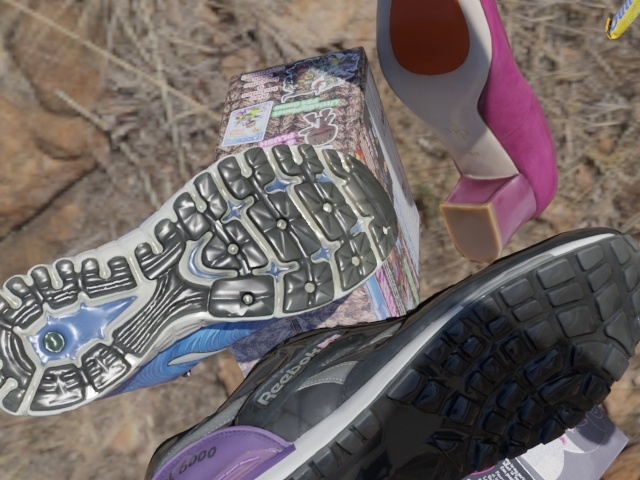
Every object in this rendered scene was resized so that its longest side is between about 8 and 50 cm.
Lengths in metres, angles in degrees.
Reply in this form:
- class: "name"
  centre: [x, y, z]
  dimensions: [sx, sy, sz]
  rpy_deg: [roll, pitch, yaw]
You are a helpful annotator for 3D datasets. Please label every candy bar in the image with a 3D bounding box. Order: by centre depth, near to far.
- class: "candy bar"
  centre: [0.381, -0.296, 1.507]
  dimensions: [0.018, 0.040, 0.161]
  rpy_deg: [26, 131, -12]

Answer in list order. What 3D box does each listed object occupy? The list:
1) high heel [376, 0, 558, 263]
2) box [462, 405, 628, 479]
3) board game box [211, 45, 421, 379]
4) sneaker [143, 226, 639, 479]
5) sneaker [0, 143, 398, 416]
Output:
- class: "high heel"
  centre: [0.157, -0.173, 1.294]
  dimensions: [0.127, 0.181, 0.377]
  rpy_deg: [10, 131, 29]
- class: "box"
  centre: [0.233, 0.252, 1.535]
  dimensions: [0.163, 0.247, 0.142]
  rpy_deg: [50, 119, 10]
- class: "board game box"
  centre: [0.000, 0.000, 1.234]
  dimensions: [0.141, 0.291, 0.232]
  rpy_deg: [-11, 128, 14]
- class: "sneaker"
  centre: [0.030, 0.067, 0.660]
  dimensions: [0.124, 0.283, 0.107]
  rpy_deg: [45, 166, 53]
- class: "sneaker"
  centre: [-0.099, 0.029, 0.969]
  dimensions: [0.147, 0.330, 0.130]
  rpy_deg: [134, 113, -77]
